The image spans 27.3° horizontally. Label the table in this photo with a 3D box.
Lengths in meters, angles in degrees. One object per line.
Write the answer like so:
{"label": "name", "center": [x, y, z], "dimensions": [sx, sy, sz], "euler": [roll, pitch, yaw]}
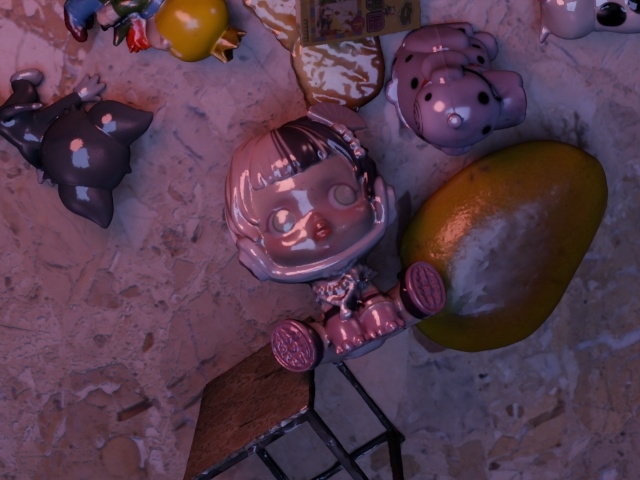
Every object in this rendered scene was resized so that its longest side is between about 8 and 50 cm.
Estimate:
{"label": "table", "center": [-0.025, 0.332, 1.981], "dimensions": [0.222, 0.335, 0.272], "euler": [-34, 105, 12]}

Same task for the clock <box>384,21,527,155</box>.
{"label": "clock", "center": [0.191, -0.200, 1.847], "dimensions": [0.189, 0.254, 0.189], "euler": [-1, 107, -3]}

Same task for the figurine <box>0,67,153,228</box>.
{"label": "figurine", "center": [-0.387, -0.168, 1.932], "dimensions": [0.265, 0.140, 0.193], "euler": [32, 90, -24]}

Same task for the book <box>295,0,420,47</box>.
{"label": "book", "center": [0.053, -0.367, 1.854], "dimensions": [0.192, 0.013, 0.168], "euler": [-13, 116, -21]}

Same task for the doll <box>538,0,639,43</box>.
{"label": "doll", "center": [0.398, -0.342, 1.871], "dimensions": [0.181, 0.107, 0.110], "euler": [-3, 130, 9]}

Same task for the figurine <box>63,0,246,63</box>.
{"label": "figurine", "center": [-0.237, -0.313, 1.889], "dimensions": [0.234, 0.127, 0.185], "euler": [36, 111, -21]}

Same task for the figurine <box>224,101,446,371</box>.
{"label": "figurine", "center": [-0.008, 0.004, 1.882], "dimensions": [0.253, 0.211, 0.361], "euler": [-23, 89, -20]}

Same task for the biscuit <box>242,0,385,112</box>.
{"label": "biscuit", "center": [-0.014, -0.321, 1.916], "dimensions": [0.154, 0.045, 0.299], "euler": [-30, 104, 9]}

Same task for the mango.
{"label": "mango", "center": [0.271, 0.005, 1.945], "dimensions": [0.253, 0.182, 0.365], "euler": [42, 106, -10]}
